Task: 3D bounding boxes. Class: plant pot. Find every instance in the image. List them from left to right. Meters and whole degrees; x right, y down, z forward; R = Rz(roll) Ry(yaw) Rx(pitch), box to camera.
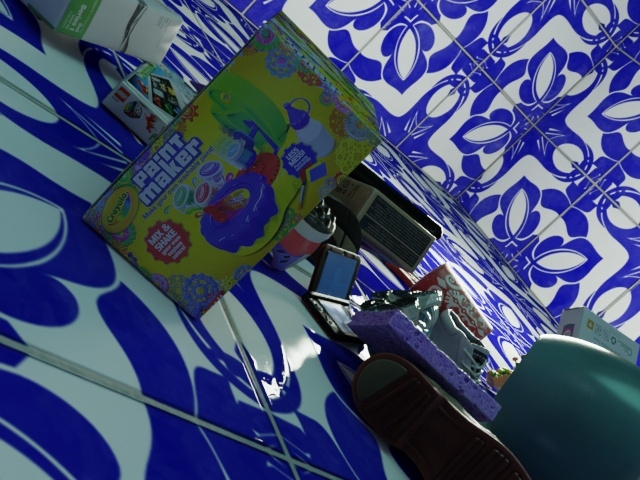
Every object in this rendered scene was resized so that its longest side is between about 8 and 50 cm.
[{"bbox_3d":[0.403,0.293,1.495,0.235,0.293,0.293,37,10,16],"label":"plant pot"}]

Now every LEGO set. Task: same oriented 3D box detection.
[{"bbox_3d":[0.490,0.261,1.877,0.287,0.107,0.132,13,38,9],"label":"LEGO set"}]

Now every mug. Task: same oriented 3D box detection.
[{"bbox_3d":[0.256,0.154,1.896,0.169,0.150,0.113,53,-22,12],"label":"mug"}]

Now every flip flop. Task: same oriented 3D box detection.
[{"bbox_3d":[-0.041,-0.055,1.572,0.277,0.112,0.080,35,2,-19],"label":"flip flop"}]

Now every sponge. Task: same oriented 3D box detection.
[{"bbox_3d":[0.139,0.172,1.259,0.210,0.031,0.117,44,-23,-15],"label":"sponge"}]

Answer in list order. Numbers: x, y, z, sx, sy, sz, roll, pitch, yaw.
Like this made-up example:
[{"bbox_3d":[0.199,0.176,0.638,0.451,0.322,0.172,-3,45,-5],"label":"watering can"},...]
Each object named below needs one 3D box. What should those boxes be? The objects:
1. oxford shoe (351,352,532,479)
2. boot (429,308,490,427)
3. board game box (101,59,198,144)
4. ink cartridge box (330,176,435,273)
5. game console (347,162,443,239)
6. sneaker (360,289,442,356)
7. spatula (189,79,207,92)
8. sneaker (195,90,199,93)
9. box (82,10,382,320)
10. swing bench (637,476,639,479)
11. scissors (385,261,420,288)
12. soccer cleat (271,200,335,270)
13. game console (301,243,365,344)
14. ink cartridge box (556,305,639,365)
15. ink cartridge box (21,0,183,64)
[{"bbox_3d":[0.187,0.284,1.177,0.348,0.123,0.130,52,9,22],"label":"oxford shoe"},{"bbox_3d":[0.224,0.219,1.477,0.095,0.123,0.258,34,17,-41],"label":"boot"},{"bbox_3d":[-0.235,-0.199,1.483,0.193,0.053,0.305,43,13,-13],"label":"board game box"},{"bbox_3d":[0.074,-0.046,1.752,0.193,0.088,0.234,37,-6,-36],"label":"ink cartridge box"},{"bbox_3d":[0.034,-0.134,1.877,0.386,0.060,0.342,34,-2,-33],"label":"game console"},{"bbox_3d":[0.123,0.144,1.444,0.283,0.110,0.122,-11,99,-70],"label":"sneaker"},{"bbox_3d":[-0.135,-0.203,1.583,0.296,0.030,0.084,45,0,43],"label":"spatula"},{"bbox_3d":[-0.200,-0.237,1.738,0.118,0.042,0.067,35,11,-11],"label":"sneaker"},{"bbox_3d":[-0.094,-0.103,1.095,0.177,0.290,0.279,44,13,-11],"label":"box"},{"bbox_3d":[0.628,0.452,1.969,0.253,0.165,0.255,36,21,-38],"label":"swing bench"},{"bbox_3d":[0.137,0.034,2.030,0.297,0.021,0.109,40,16,-18],"label":"scissors"},{"bbox_3d":[-0.101,-0.101,1.409,0.108,0.116,0.318,1,49,-55],"label":"soccer cleat"},{"bbox_3d":[0.041,0.085,1.403,0.124,0.085,0.144,51,14,24],"label":"game console"},{"bbox_3d":[0.493,0.325,1.716,0.175,0.069,0.371,32,61,-26],"label":"ink cartridge box"},{"bbox_3d":[-0.351,-0.372,1.446,0.160,0.092,0.219,42,18,31],"label":"ink cartridge box"}]
